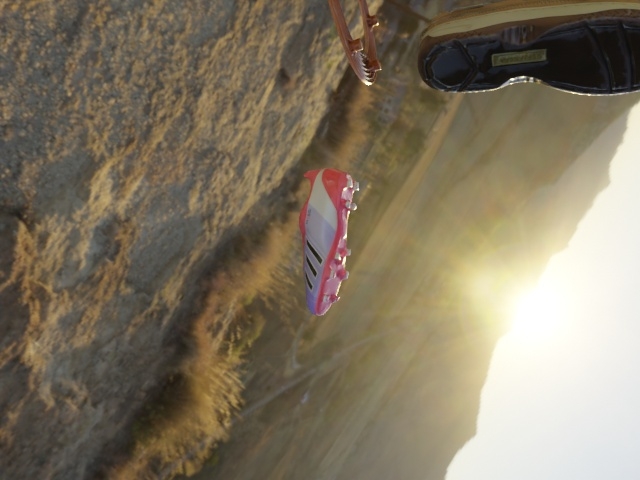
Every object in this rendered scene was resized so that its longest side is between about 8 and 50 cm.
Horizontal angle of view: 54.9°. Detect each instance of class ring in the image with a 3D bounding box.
[{"bbox_3d":[0.065,-0.473,1.200,0.336,0.032,0.337,-12,90,-72],"label":"ring"}]

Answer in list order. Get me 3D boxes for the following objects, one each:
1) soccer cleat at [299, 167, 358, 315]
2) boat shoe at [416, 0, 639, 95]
[{"bbox_3d":[0.000,0.000,1.042,0.083,0.095,0.248,12,88,-67],"label":"soccer cleat"},{"bbox_3d":[0.166,-0.150,0.435,0.068,0.190,0.072,78,22,-51],"label":"boat shoe"}]
